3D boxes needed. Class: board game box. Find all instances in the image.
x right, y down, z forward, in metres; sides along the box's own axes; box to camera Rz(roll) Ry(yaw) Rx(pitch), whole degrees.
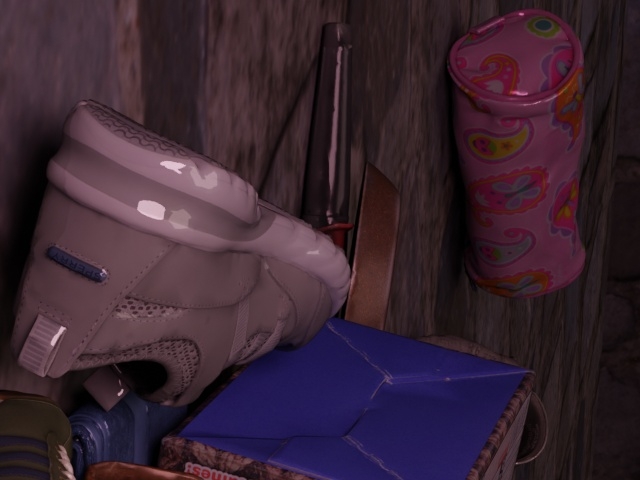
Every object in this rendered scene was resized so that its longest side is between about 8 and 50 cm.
[{"bbox_3d":[-0.002,0.215,0.950,0.232,0.141,0.291,-38,141,-70],"label":"board game box"}]

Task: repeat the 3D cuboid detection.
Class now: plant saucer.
[{"bbox_3d":[0.030,0.032,1.189,0.168,0.029,0.168,8,90,-90],"label":"plant saucer"}]

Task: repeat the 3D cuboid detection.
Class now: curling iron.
[{"bbox_3d":[0.000,0.000,1.124,0.068,0.035,0.274,22,76,-75],"label":"curling iron"}]

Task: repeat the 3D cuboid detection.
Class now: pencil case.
[{"bbox_3d":[0.174,-0.070,1.604,0.284,0.124,0.124,80,23,-51],"label":"pencil case"}]

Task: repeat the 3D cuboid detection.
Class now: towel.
[{"bbox_3d":[-0.094,0.097,0.831,0.119,0.029,0.067,-31,127,-70],"label":"towel"}]

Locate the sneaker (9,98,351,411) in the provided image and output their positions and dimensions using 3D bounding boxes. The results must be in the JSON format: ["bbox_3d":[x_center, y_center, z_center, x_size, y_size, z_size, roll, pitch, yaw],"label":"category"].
[{"bbox_3d":[-0.071,0.021,0.806,0.115,0.105,0.281,-61,161,-2],"label":"sneaker"}]

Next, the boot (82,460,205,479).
[{"bbox_3d":[0.002,0.218,0.776,0.109,0.283,0.220,-88,-169,-83],"label":"boot"}]

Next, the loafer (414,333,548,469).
[{"bbox_3d":[0.147,0.176,1.613,0.319,0.111,0.112,63,37,-65],"label":"loafer"}]

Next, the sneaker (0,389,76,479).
[{"bbox_3d":[-0.112,0.110,0.654,0.192,0.086,0.064,-41,136,-69],"label":"sneaker"}]
